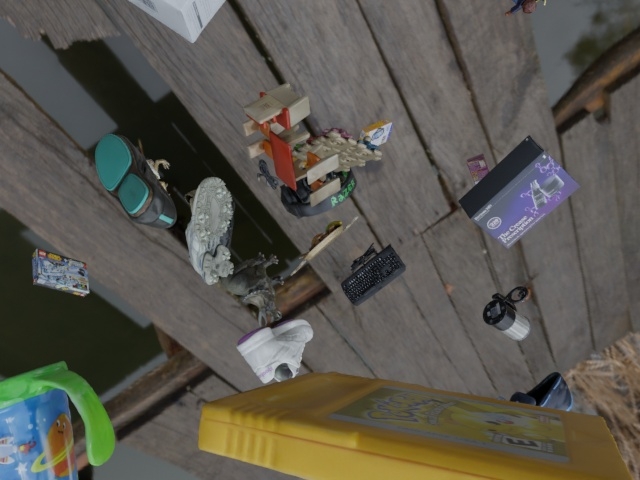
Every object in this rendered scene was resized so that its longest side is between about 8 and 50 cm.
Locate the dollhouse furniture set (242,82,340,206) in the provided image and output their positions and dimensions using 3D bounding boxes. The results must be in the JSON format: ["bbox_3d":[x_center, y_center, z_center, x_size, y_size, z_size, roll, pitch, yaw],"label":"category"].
[{"bbox_3d":[-0.094,-0.229,1.446,0.135,0.262,0.259,-35,145,-22],"label":"dollhouse furniture set"}]

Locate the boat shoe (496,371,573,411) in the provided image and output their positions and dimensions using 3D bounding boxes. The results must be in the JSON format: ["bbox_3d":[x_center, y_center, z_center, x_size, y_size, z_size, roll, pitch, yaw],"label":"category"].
[{"bbox_3d":[0.434,0.364,1.316,0.258,0.109,0.089,-23,100,-33],"label":"boat shoe"}]

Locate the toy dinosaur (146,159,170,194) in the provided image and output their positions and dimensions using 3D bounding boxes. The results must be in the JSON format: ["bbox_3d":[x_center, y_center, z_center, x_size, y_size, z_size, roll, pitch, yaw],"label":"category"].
[{"bbox_3d":[-0.362,-0.142,1.255,0.053,0.183,0.092,-22,-167,36],"label":"toy dinosaur"}]

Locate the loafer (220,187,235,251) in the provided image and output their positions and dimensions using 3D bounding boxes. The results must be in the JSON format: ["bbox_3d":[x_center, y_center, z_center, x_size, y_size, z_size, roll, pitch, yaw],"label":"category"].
[{"bbox_3d":[-0.242,-0.025,1.408,0.076,0.223,0.078,6,145,-1],"label":"loafer"}]

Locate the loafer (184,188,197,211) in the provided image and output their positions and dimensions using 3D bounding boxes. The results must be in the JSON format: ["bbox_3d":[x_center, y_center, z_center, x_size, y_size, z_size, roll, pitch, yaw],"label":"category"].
[{"bbox_3d":[-0.314,-0.087,1.592,0.050,0.148,0.056,-17,124,-23],"label":"loafer"}]

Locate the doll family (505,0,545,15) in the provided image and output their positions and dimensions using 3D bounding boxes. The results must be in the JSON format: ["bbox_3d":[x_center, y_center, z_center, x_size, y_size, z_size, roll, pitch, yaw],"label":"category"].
[{"bbox_3d":[0.440,-0.515,1.185,0.076,0.111,0.193,14,131,-26],"label":"doll family"}]

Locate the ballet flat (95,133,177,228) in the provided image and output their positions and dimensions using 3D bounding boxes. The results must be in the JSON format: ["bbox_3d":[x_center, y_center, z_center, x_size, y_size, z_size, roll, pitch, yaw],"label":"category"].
[{"bbox_3d":[-0.338,-0.101,1.119,0.095,0.280,0.096,-49,136,8],"label":"ballet flat"}]

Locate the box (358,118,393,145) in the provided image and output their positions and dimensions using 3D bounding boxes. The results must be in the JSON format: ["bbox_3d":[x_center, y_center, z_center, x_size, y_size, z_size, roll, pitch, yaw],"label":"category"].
[{"bbox_3d":[0.177,-0.339,1.950,0.136,0.028,0.081,-30,150,-36],"label":"box"}]

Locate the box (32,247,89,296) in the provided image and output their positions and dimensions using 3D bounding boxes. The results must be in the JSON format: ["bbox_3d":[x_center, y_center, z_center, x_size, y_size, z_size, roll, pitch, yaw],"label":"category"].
[{"bbox_3d":[-0.644,0.081,1.507,0.027,0.094,0.137,-36,143,23],"label":"box"}]

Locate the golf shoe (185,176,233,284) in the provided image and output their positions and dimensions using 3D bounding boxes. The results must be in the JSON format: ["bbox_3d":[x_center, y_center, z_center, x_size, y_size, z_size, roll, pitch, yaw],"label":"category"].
[{"bbox_3d":[-0.181,-0.020,0.922,0.069,0.086,0.176,-23,130,-42],"label":"golf shoe"}]

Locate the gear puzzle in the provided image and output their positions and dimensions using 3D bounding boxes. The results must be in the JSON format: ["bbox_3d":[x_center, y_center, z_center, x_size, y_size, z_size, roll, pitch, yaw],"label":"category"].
[{"bbox_3d":[0.022,-0.241,1.655,0.175,0.339,0.044,18,77,-26],"label":"gear puzzle"}]

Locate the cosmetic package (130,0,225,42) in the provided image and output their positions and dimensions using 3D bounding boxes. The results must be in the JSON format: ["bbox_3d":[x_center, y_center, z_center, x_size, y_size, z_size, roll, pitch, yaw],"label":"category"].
[{"bbox_3d":[-0.297,-0.581,1.254,0.225,0.224,0.138,-56,176,-9],"label":"cosmetic package"}]

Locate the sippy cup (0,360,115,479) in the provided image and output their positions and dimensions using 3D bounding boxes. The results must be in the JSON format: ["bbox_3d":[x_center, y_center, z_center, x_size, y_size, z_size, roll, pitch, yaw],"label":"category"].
[{"bbox_3d":[-0.453,0.315,0.862,0.240,0.224,0.305,-14,176,-42],"label":"sippy cup"}]

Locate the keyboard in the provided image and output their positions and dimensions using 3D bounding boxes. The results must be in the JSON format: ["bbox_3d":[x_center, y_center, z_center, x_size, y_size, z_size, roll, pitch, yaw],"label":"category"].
[{"bbox_3d":[0.112,0.081,1.467,0.192,0.100,0.038,-43,167,36],"label":"keyboard"}]

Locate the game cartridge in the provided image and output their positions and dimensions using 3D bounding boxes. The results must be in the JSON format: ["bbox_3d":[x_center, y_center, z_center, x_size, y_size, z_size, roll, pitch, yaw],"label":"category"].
[{"bbox_3d":[0.097,0.176,0.563,0.285,0.323,0.053,16,82,-69],"label":"game cartridge"}]

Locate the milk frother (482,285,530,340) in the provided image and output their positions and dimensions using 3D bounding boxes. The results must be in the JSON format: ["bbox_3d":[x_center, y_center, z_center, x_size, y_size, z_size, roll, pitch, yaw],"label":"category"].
[{"bbox_3d":[0.591,0.218,1.838,0.134,0.129,0.143,31,150,-31],"label":"milk frother"}]

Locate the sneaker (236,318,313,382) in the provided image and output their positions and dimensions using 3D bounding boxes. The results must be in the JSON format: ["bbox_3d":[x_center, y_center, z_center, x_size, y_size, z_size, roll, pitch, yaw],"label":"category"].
[{"bbox_3d":[-0.100,0.294,1.586,0.114,0.152,0.305,-38,165,24],"label":"sneaker"}]

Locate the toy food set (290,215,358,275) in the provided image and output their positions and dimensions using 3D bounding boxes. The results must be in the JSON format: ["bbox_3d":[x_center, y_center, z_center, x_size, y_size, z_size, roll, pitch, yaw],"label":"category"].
[{"bbox_3d":[0.000,0.000,1.443,0.192,0.038,0.132,-40,177,-21],"label":"toy food set"}]

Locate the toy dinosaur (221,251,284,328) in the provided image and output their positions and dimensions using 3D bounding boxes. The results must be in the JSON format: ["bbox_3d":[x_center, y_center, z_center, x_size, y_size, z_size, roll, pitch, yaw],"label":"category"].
[{"bbox_3d":[-0.213,0.109,1.751,0.160,0.313,0.121,-35,137,-35],"label":"toy dinosaur"}]

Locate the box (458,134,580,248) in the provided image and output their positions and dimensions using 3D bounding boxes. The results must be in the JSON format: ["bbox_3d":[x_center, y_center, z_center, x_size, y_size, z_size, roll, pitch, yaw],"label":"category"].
[{"bbox_3d":[0.546,-0.129,1.678,0.184,0.103,0.261,33,113,-27],"label":"box"}]

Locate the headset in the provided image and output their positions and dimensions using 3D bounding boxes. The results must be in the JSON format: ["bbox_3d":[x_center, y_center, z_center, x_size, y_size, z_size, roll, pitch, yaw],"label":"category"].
[{"bbox_3d":[-0.060,-0.202,2.087,0.243,0.394,0.185,-46,123,-28],"label":"headset"}]

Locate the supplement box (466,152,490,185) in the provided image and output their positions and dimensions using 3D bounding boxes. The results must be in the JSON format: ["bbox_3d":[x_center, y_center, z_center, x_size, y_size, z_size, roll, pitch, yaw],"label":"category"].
[{"bbox_3d":[0.490,-0.218,1.875,0.054,0.043,0.083,-19,106,21],"label":"supplement box"}]
